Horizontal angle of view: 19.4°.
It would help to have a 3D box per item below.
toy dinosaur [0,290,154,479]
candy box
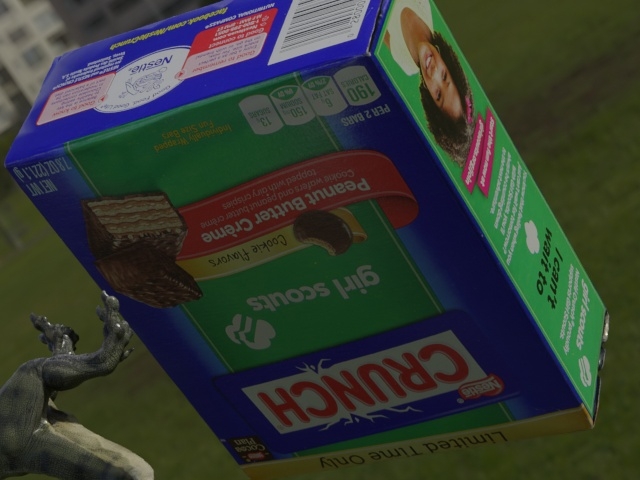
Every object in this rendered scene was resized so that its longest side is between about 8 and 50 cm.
[{"bbox_3d":[-0.159,0.091,1.053,0.268,0.064,0.118,3,50,40],"label":"toy dinosaur"},{"bbox_3d":[0.000,0.000,1.200,0.268,0.317,0.122,-14,38,29],"label":"candy box"}]
